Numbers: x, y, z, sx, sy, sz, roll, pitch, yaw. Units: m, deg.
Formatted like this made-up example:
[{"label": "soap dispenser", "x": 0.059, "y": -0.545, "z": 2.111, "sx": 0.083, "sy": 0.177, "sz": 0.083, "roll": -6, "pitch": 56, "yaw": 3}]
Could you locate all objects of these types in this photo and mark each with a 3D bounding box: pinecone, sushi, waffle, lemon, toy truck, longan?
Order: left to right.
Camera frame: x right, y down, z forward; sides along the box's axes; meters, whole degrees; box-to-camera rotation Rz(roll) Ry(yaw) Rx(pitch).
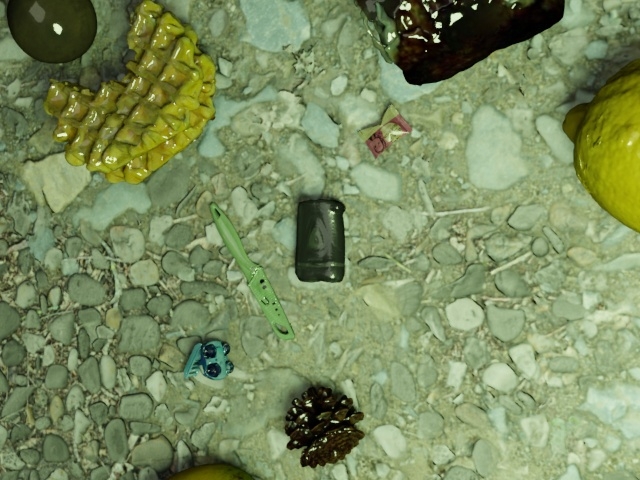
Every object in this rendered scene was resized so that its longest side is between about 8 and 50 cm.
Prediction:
[{"label": "longan", "x": -0.519, "y": -0.431, "z": 1.394, "sx": 0.167, "sy": 0.167, "sz": 0.187, "roll": -41, "pitch": 56, "yaw": 13}, {"label": "waffle", "x": -0.341, "y": -0.265, "z": 1.333, "sx": 0.324, "sy": 0.151, "sz": 0.261, "roll": -37, "pitch": 83, "yaw": 18}, {"label": "toy truck", "x": -0.210, "y": 0.224, "z": 1.331, "sx": 0.090, "sy": 0.056, "sz": 0.073, "roll": -18, "pitch": 79, "yaw": 31}, {"label": "pinecone", "x": 0.003, "y": 0.307, "z": 1.216, "sx": 0.140, "sy": 0.140, "sz": 0.121, "roll": -49, "pitch": 47, "yaw": 11}, {"label": "sushi", "x": 0.202, "y": -0.403, "z": 1.088, "sx": 0.294, "sy": 0.281, "sz": 0.299, "roll": -22, "pitch": 68, "yaw": 17}, {"label": "lemon", "x": 0.490, "y": -0.122, "z": 1.002, "sx": 0.320, "sy": 0.245, "sz": 0.245, "roll": 28, "pitch": 98, "yaw": 27}]

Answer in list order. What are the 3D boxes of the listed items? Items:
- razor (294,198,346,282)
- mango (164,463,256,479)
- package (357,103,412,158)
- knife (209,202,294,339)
[{"label": "razor", "x": 0.000, "y": 0.000, "z": 1.260, "sx": 0.090, "sy": 0.054, "sz": 0.148, "roll": 0, "pitch": 88, "yaw": 18}, {"label": "mango", "x": -0.234, "y": 0.559, "z": 1.247, "sx": 0.264, "sy": 0.221, "sz": 0.378, "roll": 28, "pitch": 87, "yaw": 22}, {"label": "package", "x": 0.108, "y": -0.186, "z": 1.243, "sx": 0.083, "sy": 0.029, "sz": 0.059, "roll": -38, "pitch": 85, "yaw": 25}, {"label": "knife", "x": -0.126, "y": 0.054, "z": 1.320, "sx": 0.043, "sy": 0.020, "sz": 0.293, "roll": -32, "pitch": 80, "yaw": 14}]
